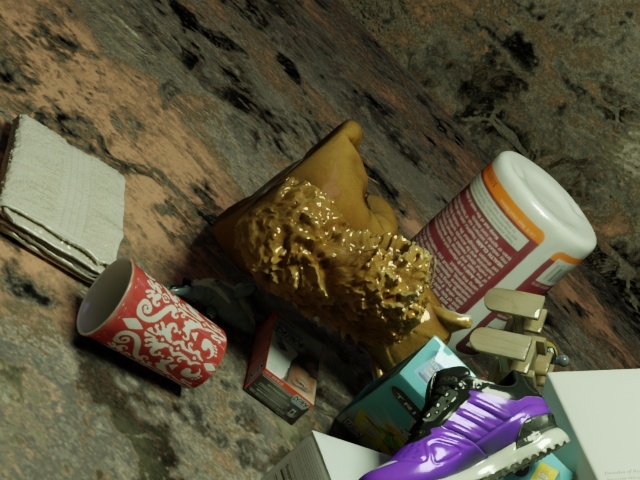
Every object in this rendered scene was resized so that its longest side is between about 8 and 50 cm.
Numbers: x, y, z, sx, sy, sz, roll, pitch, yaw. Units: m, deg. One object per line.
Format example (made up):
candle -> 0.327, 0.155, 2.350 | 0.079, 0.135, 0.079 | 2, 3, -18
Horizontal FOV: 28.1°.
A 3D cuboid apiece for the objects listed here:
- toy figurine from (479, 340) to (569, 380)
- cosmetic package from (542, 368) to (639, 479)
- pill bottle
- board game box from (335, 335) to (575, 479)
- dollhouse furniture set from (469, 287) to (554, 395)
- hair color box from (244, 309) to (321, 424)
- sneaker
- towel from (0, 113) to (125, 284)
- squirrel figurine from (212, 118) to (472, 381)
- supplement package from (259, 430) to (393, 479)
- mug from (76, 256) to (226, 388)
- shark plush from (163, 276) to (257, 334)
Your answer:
toy figurine -> 0.369, 0.292, 2.188 | 0.213, 0.209, 0.148 | 48, 6, 16
cosmetic package -> 0.398, 0.348, 1.649 | 0.155, 0.196, 0.365 | -2, 30, -9
pill bottle -> 0.251, 0.056, 2.162 | 0.224, 0.392, 0.224 | 37, 23, -19
board game box -> 0.171, 0.283, 1.769 | 0.254, 0.079, 0.336 | 45, -22, 3
dollhouse furniture set -> 0.253, 0.220, 2.004 | 0.212, 0.161, 0.242 | 69, 38, -51
hair color box -> -0.052, 0.183, 1.867 | 0.093, 0.053, 0.167 | 39, 24, -15
sneaker -> 0.151, 0.232, 1.545 | 0.293, 0.102, 0.146 | -14, 71, -29
towel -> -0.360, -0.064, 1.776 | 0.187, 0.049, 0.282 | 34, 24, -25
squirrel figurine -> 0.045, 0.060, 1.897 | 0.370, 0.281, 0.397 | 52, 9, -8
supplement package -> 0.064, 0.383, 1.593 | 0.262, 0.145, 0.204 | 25, 29, -40
mug -> -0.214, 0.101, 1.661 | 0.169, 0.113, 0.150 | 36, 25, -28
shark plush -> -0.155, 0.088, 1.861 | 0.161, 0.073, 0.067 | 27, 59, -48
